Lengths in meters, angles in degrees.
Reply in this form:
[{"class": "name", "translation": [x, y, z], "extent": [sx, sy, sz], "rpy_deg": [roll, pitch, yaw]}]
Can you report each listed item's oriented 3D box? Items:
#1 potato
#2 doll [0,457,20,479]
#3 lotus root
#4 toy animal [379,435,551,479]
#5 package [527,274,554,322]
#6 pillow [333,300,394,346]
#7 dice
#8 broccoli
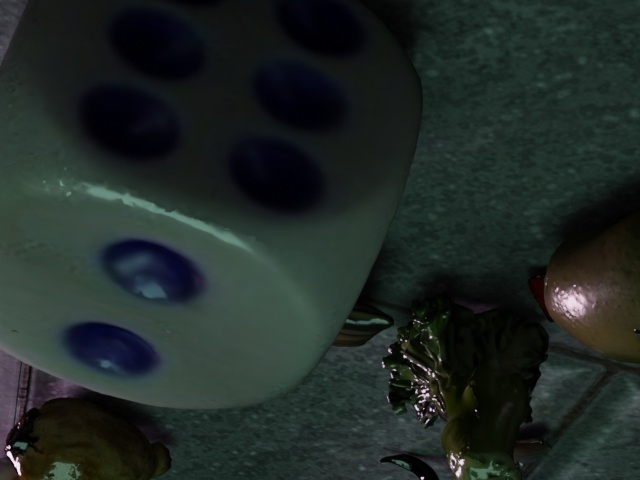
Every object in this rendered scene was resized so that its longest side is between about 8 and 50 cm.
[{"class": "potato", "translation": [0.288, 0.036, 1.334], "extent": [0.194, 0.157, 0.157], "rpy_deg": [3, 148, 36]}, {"class": "doll", "translation": [-0.340, 0.342, 1.990], "extent": [0.252, 0.111, 0.237], "rpy_deg": [9, 165, 19]}, {"class": "lotus root", "translation": [-0.279, 0.260, 1.847], "extent": [0.214, 0.138, 0.138], "rpy_deg": [13, 148, -22]}, {"class": "toy animal", "translation": [0.160, 0.311, 1.781], "extent": [0.197, 0.160, 0.272], "rpy_deg": [14, 139, -1]}, {"class": "package", "translation": [0.303, 0.049, 1.441], "extent": [0.200, 0.022, 0.083], "rpy_deg": [-7, 142, 23]}, {"class": "pillow", "translation": [-0.042, 0.070, 1.506], "extent": [0.208, 0.052, 0.212], "rpy_deg": [14, 169, -4]}, {"class": "dice", "translation": [-0.114, -0.049, 1.202], "extent": [0.304, 0.277, 0.304], "rpy_deg": [22, 144, -9]}, {"class": "broccoli", "translation": [0.144, 0.160, 1.427], "extent": [0.165, 0.304, 0.145], "rpy_deg": [21, 106, -6]}]
